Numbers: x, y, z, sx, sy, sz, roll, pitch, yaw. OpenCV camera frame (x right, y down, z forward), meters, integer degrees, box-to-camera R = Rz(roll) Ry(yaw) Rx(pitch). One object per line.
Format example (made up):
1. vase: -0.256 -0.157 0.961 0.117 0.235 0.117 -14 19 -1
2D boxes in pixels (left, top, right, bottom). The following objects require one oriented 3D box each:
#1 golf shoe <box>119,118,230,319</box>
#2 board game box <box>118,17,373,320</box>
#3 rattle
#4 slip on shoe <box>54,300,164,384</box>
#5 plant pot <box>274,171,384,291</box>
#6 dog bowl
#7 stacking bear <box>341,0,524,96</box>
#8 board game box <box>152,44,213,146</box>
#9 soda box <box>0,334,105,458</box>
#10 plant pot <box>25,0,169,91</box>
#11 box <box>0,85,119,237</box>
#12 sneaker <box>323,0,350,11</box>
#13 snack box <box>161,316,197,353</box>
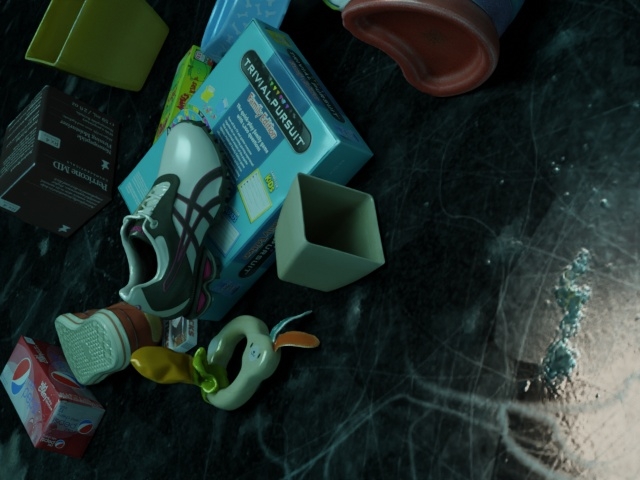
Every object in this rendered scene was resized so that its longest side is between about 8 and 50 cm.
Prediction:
1. golf shoe: -0.191 -0.035 1.210 0.105 0.120 0.272 -9 74 39
2. board game box: -0.116 -0.093 1.288 0.336 0.079 0.254 -46 56 22
3. rattle: -0.117 0.126 1.164 0.200 0.143 0.130 -27 30 48
4. slip on shoe: -0.336 0.155 1.463 0.331 0.101 0.123 -20 91 58
5. plant pot: 0.000 0.000 1.124 0.096 0.109 0.109 -48 36 41
6. dog bowl: -0.116 -0.349 1.431 0.166 0.074 0.297 -70 17 -3
7. stacking bear: 0.174 -0.339 1.075 0.164 0.175 0.289 -2 60 54
8. board game box: -0.236 -0.233 1.598 0.092 0.043 0.181 -22 50 64
9. soda box: -0.450 0.255 1.547 0.263 0.083 0.092 30 93 55
10. plant pot: -0.430 -0.406 1.849 0.212 0.187 0.212 23 88 55
11. box: -0.509 -0.150 1.803 0.167 0.168 0.203 -33 45 35
12. sneaker: -0.010 -0.428 1.379 0.091 0.126 0.240 -49 37 21
13. snack box: -0.209 0.088 1.398 0.064 0.022 0.178 -35 44 36
